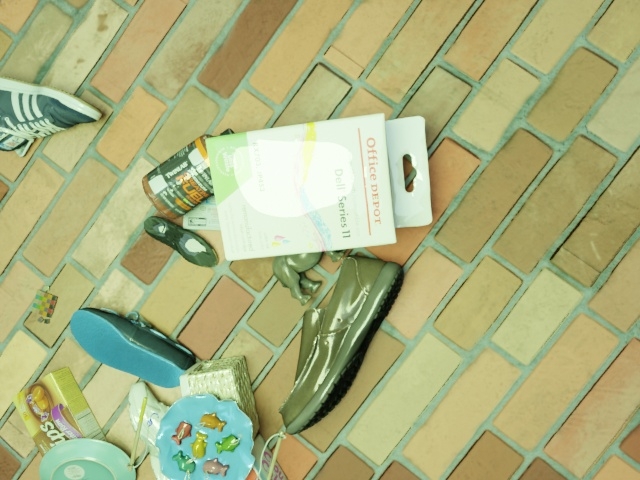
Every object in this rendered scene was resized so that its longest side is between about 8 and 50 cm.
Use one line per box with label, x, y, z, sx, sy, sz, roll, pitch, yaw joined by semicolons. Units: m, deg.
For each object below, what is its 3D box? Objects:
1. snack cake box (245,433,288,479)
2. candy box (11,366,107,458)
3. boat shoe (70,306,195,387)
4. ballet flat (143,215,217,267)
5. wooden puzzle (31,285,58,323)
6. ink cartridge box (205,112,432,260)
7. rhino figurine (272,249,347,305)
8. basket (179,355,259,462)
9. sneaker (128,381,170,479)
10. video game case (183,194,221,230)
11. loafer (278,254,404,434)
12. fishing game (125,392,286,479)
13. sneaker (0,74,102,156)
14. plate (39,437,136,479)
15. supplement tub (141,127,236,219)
snack cake box;-0.121;0.544;0.785;0.152;0.089;0.264;-33;85;7
candy box;-0.553;0.380;0.860;0.109;0.053;0.187;-31;84;5
boat shoe;-0.381;0.216;0.829;0.258;0.089;0.109;33;106;1
ballet flat;-0.287;0.000;0.846;0.173;0.049;0.057;32;89;0
wooden puzzle;-0.609;0.140;0.894;0.049;0.006;0.083;18;91;7
ink cartridge box;0.011;-0.092;0.678;0.353;0.119;0.207;-7;100;7
rhino figurine;0.000;0.000;0.791;0.106;0.073;0.243;37;92;3
basket;-0.190;0.319;0.788;0.103;0.113;0.167;-13;88;3
sneaker;-0.305;0.380;0.824;0.115;0.090;0.232;-27;72;-25
video game case;-0.206;-0.091;0.845;0.157;0.019;0.143;3;89;8
loafer;0.022;0.186;0.770;0.130;0.134;0.366;29;84;25
fishing game;-0.203;0.363;0.712;0.264;0.041;0.189;17;91;1
sneaker;-0.600;-0.245;0.854;0.282;0.099;0.153;16;86;14
plate;-0.478;0.485;0.827;0.188;0.024;0.188;-2;109;-4
supplement tub;-0.236;-0.134;0.787;0.198;0.106;0.106;-34;85;6
